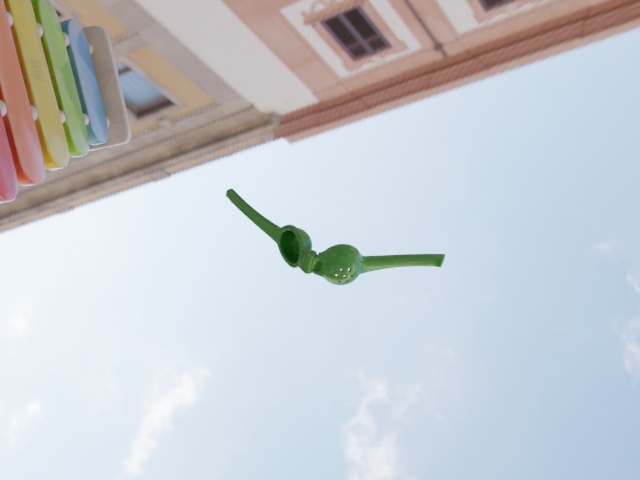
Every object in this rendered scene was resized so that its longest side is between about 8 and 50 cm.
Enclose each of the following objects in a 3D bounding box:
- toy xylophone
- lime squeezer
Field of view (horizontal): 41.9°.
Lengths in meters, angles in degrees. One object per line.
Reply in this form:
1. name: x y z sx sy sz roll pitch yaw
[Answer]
1. toy xylophone: -0.254 -0.157 0.650 0.081 0.322 0.236 -12 -78 7
2. lime squeezer: 0.000 0.000 1.077 0.310 0.059 0.110 17 -129 12
